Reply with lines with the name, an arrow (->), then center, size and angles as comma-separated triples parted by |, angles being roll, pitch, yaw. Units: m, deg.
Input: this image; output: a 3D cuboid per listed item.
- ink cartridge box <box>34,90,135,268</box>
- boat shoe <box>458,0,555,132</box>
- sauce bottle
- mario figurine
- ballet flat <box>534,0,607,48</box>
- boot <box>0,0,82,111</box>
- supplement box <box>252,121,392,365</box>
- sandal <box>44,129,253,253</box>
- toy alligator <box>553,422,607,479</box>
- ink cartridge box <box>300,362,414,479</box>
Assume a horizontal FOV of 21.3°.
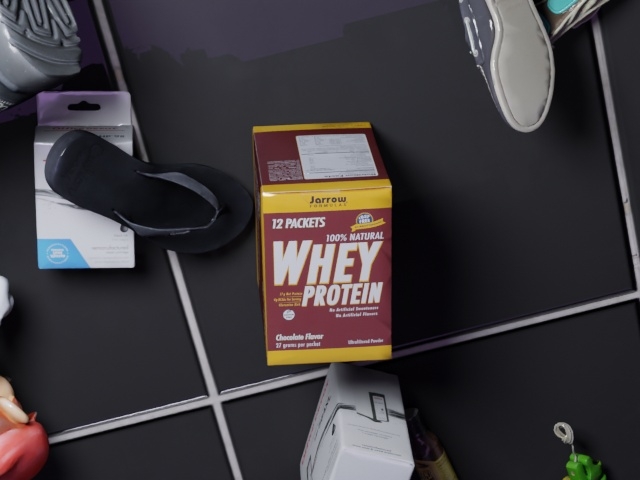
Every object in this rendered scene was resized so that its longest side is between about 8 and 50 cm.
ink cartridge box -> -0.248, -0.063, 1.787 | 0.104, 0.060, 0.180 | -1, 113, -5
boat shoe -> 0.184, -0.210, 1.736 | 0.075, 0.065, 0.206 | -15, 94, -27
sauce bottle -> 0.125, 0.251, 1.969 | 0.042, 0.042, 0.128 | -25, 111, 5
mario figurine -> -0.406, 0.134, 1.837 | 0.170, 0.198, 0.320 | -47, 115, -30
ballet flat -> 0.244, -0.226, 1.771 | 0.168, 0.057, 0.052 | -37, 140, 13
boot -> -0.459, -0.220, 1.643 | 0.445, 0.367, 0.146 | -25, 154, 28
supplement box -> 0.000, 0.000, 1.765 | 0.129, 0.194, 0.191 | -3, 113, -4
sandal -> -0.170, -0.040, 1.753 | 0.254, 0.054, 0.097 | 15, 99, -42
toy alligator -> 0.316, 0.283, 1.998 | 0.051, 0.056, 0.189 | -34, 118, -37
ink cartridge box -> 0.036, 0.247, 1.871 | 0.086, 0.203, 0.148 | 13, 111, -9
